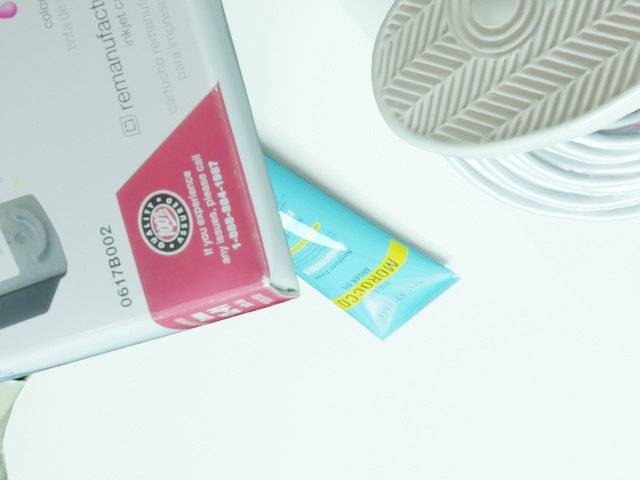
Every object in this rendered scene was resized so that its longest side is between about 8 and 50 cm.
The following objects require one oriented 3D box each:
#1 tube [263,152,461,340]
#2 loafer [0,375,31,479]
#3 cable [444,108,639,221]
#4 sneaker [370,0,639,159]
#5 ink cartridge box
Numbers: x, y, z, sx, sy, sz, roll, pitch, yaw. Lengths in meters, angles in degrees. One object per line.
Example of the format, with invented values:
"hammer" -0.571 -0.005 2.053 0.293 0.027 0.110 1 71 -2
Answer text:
"tube" 0.000 0.000 0.997 0.207 0.052 0.080 34 124 -30
"loafer" -0.245 0.100 1.004 0.092 0.102 0.268 0 122 2
"cable" 0.183 -0.135 0.897 0.257 0.089 0.257 -1 123 -3
"sneaker" 0.197 -0.135 0.780 0.350 0.131 0.148 -21 169 31
"ink cartridge box" -0.190 -0.032 0.849 0.306 0.131 0.226 -17 85 4
